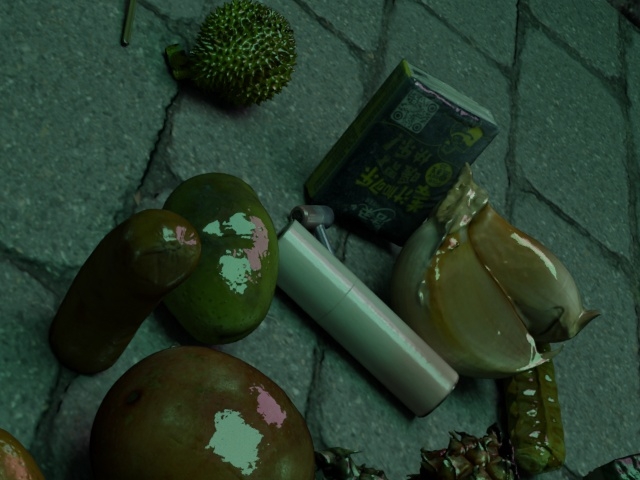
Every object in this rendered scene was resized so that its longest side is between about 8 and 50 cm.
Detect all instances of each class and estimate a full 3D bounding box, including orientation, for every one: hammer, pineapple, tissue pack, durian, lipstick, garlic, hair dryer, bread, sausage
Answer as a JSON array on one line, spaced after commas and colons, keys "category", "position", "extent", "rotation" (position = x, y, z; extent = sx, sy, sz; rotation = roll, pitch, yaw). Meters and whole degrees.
[{"category": "hammer", "position": [-0.280, -0.369, 2.211], "extent": [0.028, 0.060, 0.195], "rotation": [28, 42, -28]}, {"category": "pineapple", "position": [0.076, 0.338, 1.774], "extent": [0.272, 0.262, 0.262], "rotation": [9, 44, -13]}, {"category": "tissue pack", "position": [0.125, -0.128, 2.221], "extent": [0.185, 0.257, 0.081], "rotation": [27, 26, -28]}, {"category": "durian", "position": [-0.118, -0.284, 2.204], "extent": [0.198, 0.159, 0.146], "rotation": [-7, 56, -51]}, {"category": "lipstick", "position": [0.052, 0.111, 2.053], "extent": [0.327, 0.087, 0.087], "rotation": [44, 33, -7]}, {"category": "garlic", "position": [0.248, 0.070, 2.200], "extent": [0.313, 0.249, 0.286], "rotation": [51, 21, -21]}, {"category": "hair dryer", "position": [0.000, 0.000, 2.164], "extent": [0.063, 0.037, 0.114], "rotation": [-2, 64, -47]}, {"category": "bread", "position": [0.326, 0.215, 2.267], "extent": [0.367, 0.084, 0.077], "rotation": [-90, 173, -49]}, {"category": "sausage", "position": [-0.220, 0.050, 1.642], "extent": [0.109, 0.270, 0.109], "rotation": [18, 51, -24]}]

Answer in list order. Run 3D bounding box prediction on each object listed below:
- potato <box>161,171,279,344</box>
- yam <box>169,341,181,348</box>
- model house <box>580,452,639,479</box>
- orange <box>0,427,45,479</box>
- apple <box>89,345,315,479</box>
[{"category": "potato", "position": [-0.138, 0.022, 1.885], "extent": [0.169, 0.143, 0.248], "rotation": [-4, 54, -4]}, {"category": "yam", "position": [-0.154, 0.197, 1.745], "extent": [0.146, 0.070, 0.070], "rotation": [53, 33, 10]}, {"category": "model house", "position": [0.496, 0.460, 2.066], "extent": [0.298, 0.243, 0.284], "rotation": [-3, 60, -37]}, {"category": "orange", "position": [-0.359, 0.274, 1.336], "extent": [0.240, 0.171, 0.240], "rotation": [22, 43, -22]}, {"category": "apple", "position": [-0.135, 0.245, 1.570], "extent": [0.253, 0.253, 0.253], "rotation": [30, 37, -25]}]
